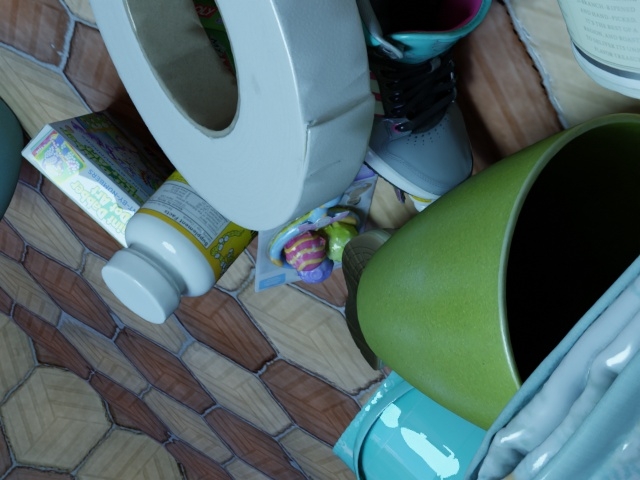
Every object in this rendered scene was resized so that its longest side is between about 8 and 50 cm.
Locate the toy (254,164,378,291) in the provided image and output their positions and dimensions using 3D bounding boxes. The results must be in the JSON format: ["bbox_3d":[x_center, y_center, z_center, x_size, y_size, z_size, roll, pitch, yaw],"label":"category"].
[{"bbox_3d":[0.000,0.000,1.160,0.237,0.137,0.056,97,154,-56],"label":"toy"}]

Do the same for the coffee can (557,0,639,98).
[{"bbox_3d":[0.179,-0.235,0.499,0.202,0.201,0.275,10,141,44],"label":"coffee can"}]

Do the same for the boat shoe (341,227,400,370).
[{"bbox_3d":[0.090,0.057,1.164,0.109,0.098,0.302,60,168,23],"label":"boat shoe"}]

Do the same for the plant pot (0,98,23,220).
[{"bbox_3d":[-0.581,-0.143,1.610,0.290,0.195,0.290,30,152,18],"label":"plant pot"}]

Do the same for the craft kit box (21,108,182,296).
[{"bbox_3d":[-0.229,-0.057,1.304,0.250,0.061,0.246,42,-167,-5],"label":"craft kit box"}]

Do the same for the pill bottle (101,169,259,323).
[{"bbox_3d":[-0.139,-0.013,1.135,0.118,0.208,0.117,30,151,18],"label":"pill bottle"}]

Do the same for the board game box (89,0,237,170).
[{"bbox_3d":[-0.119,-0.142,1.195,0.214,0.046,0.317,18,146,34],"label":"board game box"}]

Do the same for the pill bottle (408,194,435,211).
[{"bbox_3d":[0.107,-0.064,1.031,0.043,0.043,0.083,26,150,24],"label":"pill bottle"}]

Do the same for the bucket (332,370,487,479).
[{"bbox_3d":[0.157,0.201,1.143,0.183,0.281,0.281,39,154,11],"label":"bucket"}]

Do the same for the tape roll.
[{"bbox_3d":[-0.098,-0.194,0.892,0.392,0.072,0.392,44,150,34],"label":"tape roll"}]

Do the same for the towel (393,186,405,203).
[{"bbox_3d":[0.074,-0.082,1.048,0.083,0.009,0.060,79,175,-51],"label":"towel"}]

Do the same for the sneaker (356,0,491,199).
[{"bbox_3d":[0.080,-0.154,0.852,0.295,0.124,0.178,53,160,-23],"label":"sneaker"}]

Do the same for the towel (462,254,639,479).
[{"bbox_3d":[0.321,0.106,0.666,0.321,0.374,0.090,30,-160,-20],"label":"towel"}]

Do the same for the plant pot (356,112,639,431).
[{"bbox_3d":[0.167,0.050,0.892,0.275,0.275,0.293,49,155,-18],"label":"plant pot"}]

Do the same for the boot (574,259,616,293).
[{"bbox_3d":[0.231,0.039,1.023,0.198,0.077,0.137,23,141,16],"label":"boot"}]
